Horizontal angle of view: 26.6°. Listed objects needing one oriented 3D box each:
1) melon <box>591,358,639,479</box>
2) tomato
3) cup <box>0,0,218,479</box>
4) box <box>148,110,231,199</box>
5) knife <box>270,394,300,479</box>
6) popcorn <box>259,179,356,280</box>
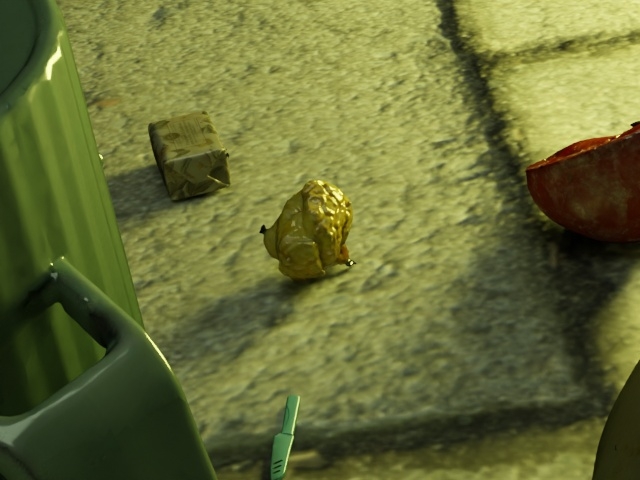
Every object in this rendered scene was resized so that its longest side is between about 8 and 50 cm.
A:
[{"bbox_3d":[0.232,0.140,0.618,0.223,0.223,0.317,2,31,15],"label":"melon"},{"bbox_3d":[0.247,-0.046,1.075,0.139,0.091,0.159,-23,5,-42],"label":"tomato"},{"bbox_3d":[-0.181,0.088,0.644,0.401,0.392,0.310,5,37,11],"label":"cup"},{"bbox_3d":[-0.121,-0.079,1.248,0.062,0.045,0.098,-15,32,-11],"label":"box"},{"bbox_3d":[-0.025,0.132,0.902,0.014,0.005,0.091,-1,31,7],"label":"knife"},{"bbox_3d":[0.000,0.000,1.071,0.084,0.084,0.084,-5,30,3],"label":"popcorn"}]
